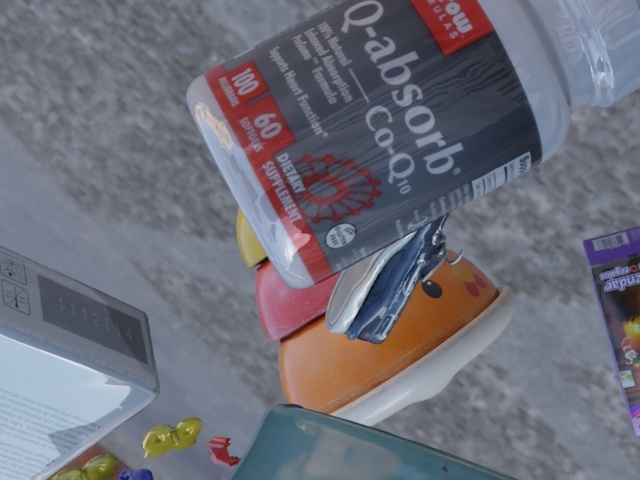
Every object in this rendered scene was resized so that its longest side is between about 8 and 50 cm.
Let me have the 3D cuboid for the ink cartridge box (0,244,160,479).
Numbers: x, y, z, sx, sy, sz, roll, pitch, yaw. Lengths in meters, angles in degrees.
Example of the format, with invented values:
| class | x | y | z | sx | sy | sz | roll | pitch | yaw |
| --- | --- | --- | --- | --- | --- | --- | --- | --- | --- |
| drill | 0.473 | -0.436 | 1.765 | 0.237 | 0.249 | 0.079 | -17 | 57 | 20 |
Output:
| class | x | y | z | sx | sy | sz | roll | pitch | yaw |
| --- | --- | --- | --- | --- | --- | --- | --- | --- | --- |
| ink cartridge box | -0.280 | 0.082 | 0.667 | 0.296 | 0.261 | 0.066 | 31 | -150 | -42 |

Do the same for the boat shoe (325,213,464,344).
| class | x | y | z | sx | sy | sz | roll | pitch | yaw |
| --- | --- | --- | --- | --- | --- | --- | --- | --- | --- |
| boat shoe | 0.093 | 0.013 | 1.358 | 0.079 | 0.254 | 0.095 | 20 | -154 | -19 |

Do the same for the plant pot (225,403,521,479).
| class | x | y | z | sx | sy | sz | roll | pitch | yaw |
| --- | --- | --- | --- | --- | --- | --- | --- | --- | --- |
| plant pot | 0.016 | 0.218 | 0.553 | 0.271 | 0.255 | 0.272 | 19 | 169 | 4 |

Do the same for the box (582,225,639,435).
| class | x | y | z | sx | sy | sz | roll | pitch | yaw |
| --- | --- | --- | --- | --- | --- | --- | --- | --- | --- |
| box | 0.414 | 0.059 | 1.182 | 0.293 | 0.057 | 0.201 | -16 | 116 | 12 |

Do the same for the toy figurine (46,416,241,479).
| class | x | y | z | sx | sy | sz | roll | pitch | yaw |
| --- | --- | --- | --- | --- | --- | --- | --- | --- | --- |
| toy figurine | -0.259 | 0.306 | 1.217 | 0.217 | 0.362 | 0.191 | -9 | 102 | 60 |

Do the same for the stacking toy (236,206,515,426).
| class | x | y | z | sx | sy | sz | roll | pitch | yaw |
| --- | --- | --- | --- | --- | --- | --- | --- | --- | --- |
| stacking toy | 0.000 | 0.000 | 1.682 | 0.480 | 0.350 | 0.350 | 56 | 157 | -1 |

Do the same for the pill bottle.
| class | x | y | z | sx | sy | sz | roll | pitch | yaw |
| --- | --- | --- | --- | --- | --- | --- | --- | --- | --- |
| pill bottle | 0.085 | -0.127 | 1.100 | 0.210 | 0.363 | 0.210 | 61 | 179 | 1 |
